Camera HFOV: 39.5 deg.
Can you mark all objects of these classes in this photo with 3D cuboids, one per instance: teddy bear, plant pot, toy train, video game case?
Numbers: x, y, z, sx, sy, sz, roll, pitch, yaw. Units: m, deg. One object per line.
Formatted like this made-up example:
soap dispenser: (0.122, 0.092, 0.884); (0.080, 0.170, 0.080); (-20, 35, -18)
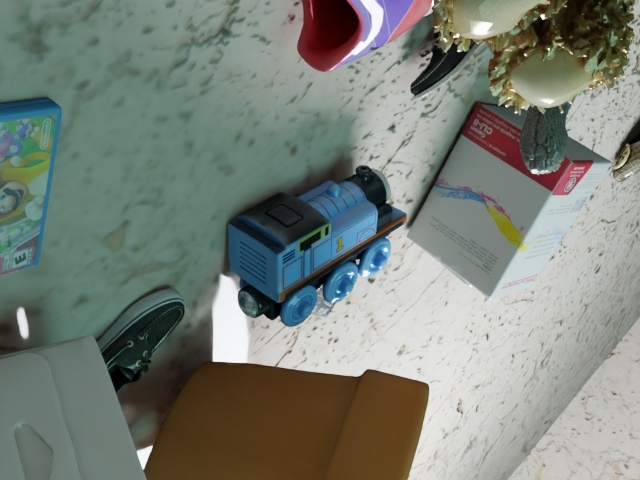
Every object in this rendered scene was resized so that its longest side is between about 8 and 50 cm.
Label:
teddy bear: (0.190, -0.239, 0.562); (0.245, 0.113, 0.338); (12, 108, -36)
plant pot: (-0.042, 0.234, 0.797); (0.291, 0.204, 0.290); (18, 90, -82)
toy train: (0.000, 0.000, 0.788); (0.184, 0.080, 0.105); (-30, 140, -35)
video game case: (-0.225, -0.014, 0.491); (0.166, 0.015, 0.119); (-19, 139, -46)

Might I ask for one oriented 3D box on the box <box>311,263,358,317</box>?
box: (0.001, 0.043, 0.901); (0.067, 0.018, 0.083); (-56, 153, 8)

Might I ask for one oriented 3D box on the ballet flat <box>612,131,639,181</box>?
ballet flat: (0.541, -0.199, 1.405); (0.250, 0.058, 0.084); (-51, -171, 10)

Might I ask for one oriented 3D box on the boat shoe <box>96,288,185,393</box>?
boat shoe: (-0.157, 0.096, 0.701); (0.142, 0.040, 0.049); (-41, 151, -18)

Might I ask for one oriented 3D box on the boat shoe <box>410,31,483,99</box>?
boat shoe: (0.121, -0.177, 0.799); (0.125, 0.038, 0.046); (-43, -166, -4)

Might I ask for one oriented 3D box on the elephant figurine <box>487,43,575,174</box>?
elephant figurine: (0.185, -0.209, 0.712); (0.239, 0.186, 0.169); (-56, 176, -9)

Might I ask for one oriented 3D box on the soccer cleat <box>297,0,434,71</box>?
soccer cleat: (0.010, -0.219, 0.511); (0.116, 0.108, 0.318); (-42, 154, -9)

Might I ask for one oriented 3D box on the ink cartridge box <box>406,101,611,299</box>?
ink cartridge box: (0.207, -0.044, 0.991); (0.128, 0.127, 0.176); (-7, 129, -55)

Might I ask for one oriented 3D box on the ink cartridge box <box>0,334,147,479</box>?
ink cartridge box: (-0.203, 0.212, 0.590); (0.168, 0.171, 0.232); (-14, 138, -23)
